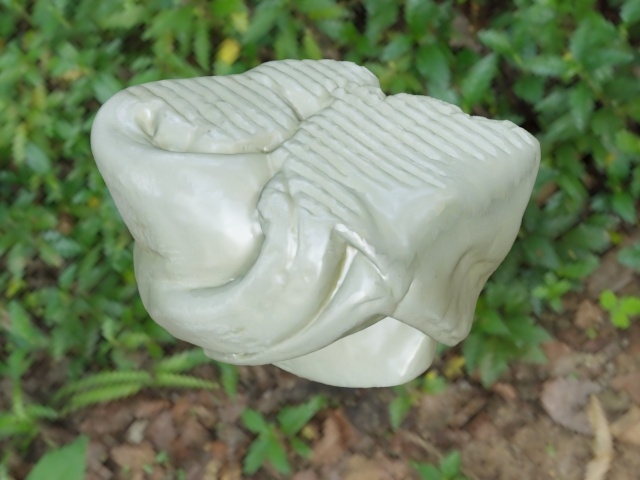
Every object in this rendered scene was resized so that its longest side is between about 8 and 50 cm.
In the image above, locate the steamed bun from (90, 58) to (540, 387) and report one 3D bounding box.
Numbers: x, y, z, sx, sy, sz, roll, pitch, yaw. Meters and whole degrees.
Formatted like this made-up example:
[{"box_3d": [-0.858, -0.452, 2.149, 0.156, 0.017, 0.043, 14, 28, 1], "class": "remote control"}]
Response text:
[{"box_3d": [0.000, 0.000, 1.396, 0.368, 0.255, 0.342, -19, 38, -35], "class": "steamed bun"}]
